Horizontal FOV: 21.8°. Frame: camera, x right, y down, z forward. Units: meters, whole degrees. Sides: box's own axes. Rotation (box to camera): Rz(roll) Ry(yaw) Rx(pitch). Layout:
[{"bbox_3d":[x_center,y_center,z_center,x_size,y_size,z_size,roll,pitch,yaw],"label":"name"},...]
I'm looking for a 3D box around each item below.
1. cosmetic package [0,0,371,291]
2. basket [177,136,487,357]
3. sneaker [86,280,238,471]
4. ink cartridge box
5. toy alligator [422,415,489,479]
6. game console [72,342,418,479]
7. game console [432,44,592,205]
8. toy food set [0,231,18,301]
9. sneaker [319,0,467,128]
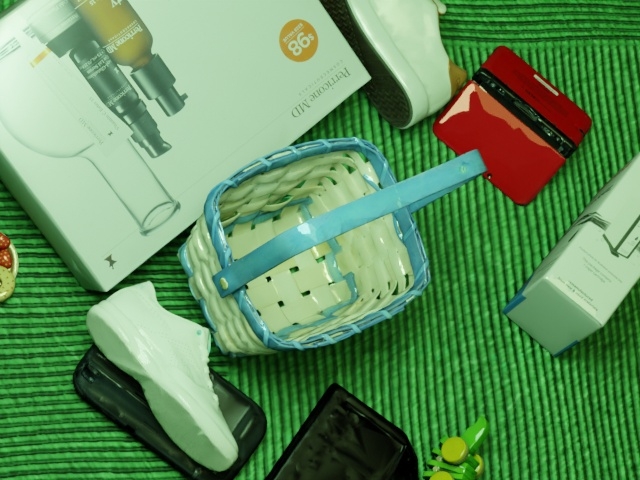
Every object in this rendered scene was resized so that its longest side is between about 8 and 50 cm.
[{"bbox_3d":[-0.174,-0.172,1.733,0.377,0.097,0.284,-40,107,-18],"label":"cosmetic package"},{"bbox_3d":[0.000,0.000,1.653,0.255,0.289,0.201,-21,88,-37],"label":"basket"},{"bbox_3d":[-0.137,0.130,1.674,0.094,0.080,0.212,-34,82,-33],"label":"sneaker"},{"bbox_3d":[0.307,0.014,1.816,0.086,0.148,0.203,40,68,2],"label":"ink cartridge box"},{"bbox_3d":[0.125,0.269,1.752,0.051,0.056,0.189,10,69,35],"label":"toy alligator"},{"bbox_3d":[-0.082,0.203,1.724,0.361,0.044,0.213,37,68,-1],"label":"game console"},{"bbox_3d":[0.221,-0.133,1.911,0.144,0.085,0.124,40,38,0],"label":"game console"},{"bbox_3d":[-0.354,0.024,1.721,0.083,0.020,0.083,9,73,-11],"label":"toy food set"},{"bbox_3d":[0.060,-0.271,1.875,0.123,0.106,0.290,-32,91,-29],"label":"sneaker"}]
